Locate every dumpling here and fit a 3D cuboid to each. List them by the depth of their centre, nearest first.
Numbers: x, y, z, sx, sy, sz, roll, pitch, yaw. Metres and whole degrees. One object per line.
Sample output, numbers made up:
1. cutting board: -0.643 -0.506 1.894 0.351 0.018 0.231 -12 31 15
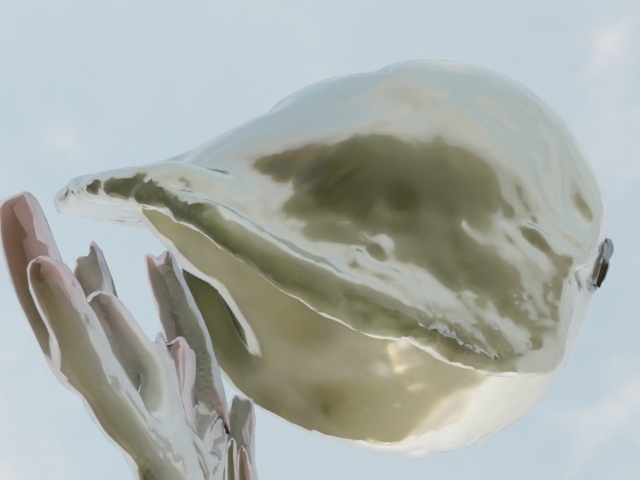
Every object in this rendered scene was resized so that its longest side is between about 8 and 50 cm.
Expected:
1. dumpling: 0.000 0.005 0.800 0.227 0.243 0.175 6 -113 -8

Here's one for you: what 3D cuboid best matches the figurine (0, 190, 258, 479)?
1. figurine: 0.047 0.136 0.441 0.206 0.315 0.284 -7 -123 -13
